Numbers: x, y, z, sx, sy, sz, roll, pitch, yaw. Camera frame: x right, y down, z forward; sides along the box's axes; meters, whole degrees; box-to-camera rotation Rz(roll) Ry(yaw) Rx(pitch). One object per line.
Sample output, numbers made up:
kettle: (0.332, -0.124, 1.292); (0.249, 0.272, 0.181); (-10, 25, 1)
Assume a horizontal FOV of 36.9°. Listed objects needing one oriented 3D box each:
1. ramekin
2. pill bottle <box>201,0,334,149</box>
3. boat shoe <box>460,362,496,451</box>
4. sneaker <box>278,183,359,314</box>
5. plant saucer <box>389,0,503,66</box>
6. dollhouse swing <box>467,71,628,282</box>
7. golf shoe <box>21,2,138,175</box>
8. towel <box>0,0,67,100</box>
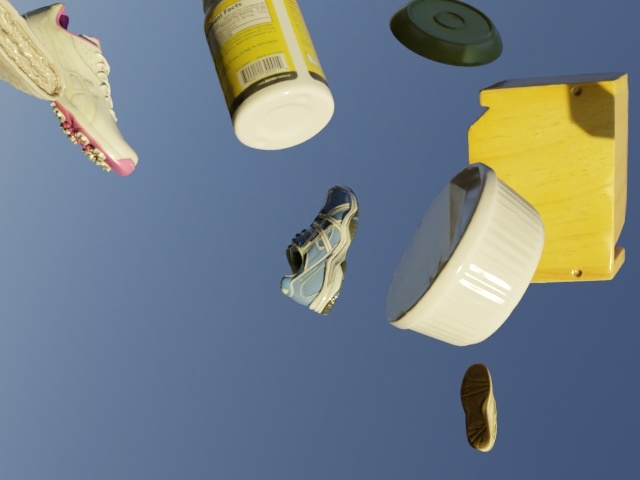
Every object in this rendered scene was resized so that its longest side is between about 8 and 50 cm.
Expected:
ramekin: (0.216, 0.030, 1.406); (0.272, 0.127, 0.273); (-60, -172, 14)
pill bottle: (-0.068, -0.221, 1.115); (0.119, 0.119, 0.208); (-41, -123, 39)
boat shoe: (0.244, 0.257, 1.468); (0.050, 0.045, 0.135); (-7, -118, 23)
sneaker: (0.000, 0.000, 1.351); (0.080, 0.081, 0.211); (120, -13, -52)
plant saucer: (0.261, -0.437, 1.958); (0.037, 0.241, 0.241); (103, -26, -42)
dollhouse swing: (0.431, -0.136, 1.770); (0.305, 0.315, 0.346); (-68, 154, -71)
golf shoe: (-0.368, -0.240, 1.481); (0.140, 0.306, 0.115); (-40, 178, -15)
towel: (-0.383, -0.256, 0.947); (0.187, 0.282, 0.049); (27, -108, 32)
